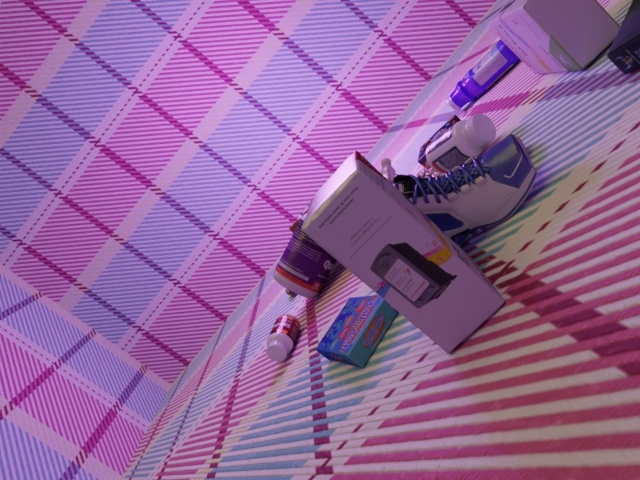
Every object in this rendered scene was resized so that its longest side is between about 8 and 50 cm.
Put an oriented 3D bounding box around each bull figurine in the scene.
[{"bbox_3d":[0.168,-0.102,1.401,0.188,0.101,0.310,13,-84,-75],"label":"bull figurine"}]

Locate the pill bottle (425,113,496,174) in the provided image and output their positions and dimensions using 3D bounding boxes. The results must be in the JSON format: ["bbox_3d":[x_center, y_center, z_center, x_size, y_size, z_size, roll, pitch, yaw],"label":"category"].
[{"bbox_3d":[0.381,-0.261,1.270,0.108,0.108,0.180,-56,11,-29],"label":"pill bottle"}]

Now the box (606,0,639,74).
[{"bbox_3d":[0.640,-0.428,0.835,0.232,0.059,0.183,-54,9,-24],"label":"box"}]

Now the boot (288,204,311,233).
[{"bbox_3d":[-0.037,0.025,1.787,0.283,0.220,0.109,-50,9,4],"label":"boot"}]

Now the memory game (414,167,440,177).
[{"bbox_3d":[0.293,-0.150,1.409,0.186,0.012,0.186,-39,26,24],"label":"memory game"}]

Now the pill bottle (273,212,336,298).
[{"bbox_3d":[-0.023,0.030,1.656,0.322,0.182,0.181,-62,9,3],"label":"pill bottle"}]

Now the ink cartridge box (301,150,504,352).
[{"bbox_3d":[0.129,0.006,0.789,0.131,0.306,0.226,-48,10,15],"label":"ink cartridge box"}]

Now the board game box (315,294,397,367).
[{"bbox_3d":[0.080,0.201,1.067,0.160,0.047,0.210,-54,10,-19],"label":"board game box"}]

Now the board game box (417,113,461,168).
[{"bbox_3d":[0.414,-0.342,1.618,0.170,0.048,0.141,-45,10,32],"label":"board game box"}]

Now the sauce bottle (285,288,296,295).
[{"bbox_3d":[-0.128,0.217,2.026,0.042,0.042,0.128,-52,11,-11],"label":"sauce bottle"}]

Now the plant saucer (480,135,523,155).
[{"bbox_3d":[0.377,-0.146,1.052,0.200,0.037,0.200,-49,8,10],"label":"plant saucer"}]

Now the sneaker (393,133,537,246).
[{"bbox_3d":[0.243,-0.084,0.915,0.315,0.182,0.127,-48,30,35],"label":"sneaker"}]

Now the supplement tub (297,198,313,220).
[{"bbox_3d":[0.018,-0.105,2.136,0.272,0.191,0.191,-50,9,4],"label":"supplement tub"}]

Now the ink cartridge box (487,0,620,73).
[{"bbox_3d":[0.557,-0.532,1.178,0.119,0.207,0.353,-47,9,16],"label":"ink cartridge box"}]

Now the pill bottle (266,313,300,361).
[{"bbox_3d":[-0.120,0.309,1.486,0.086,0.086,0.152,-46,11,27],"label":"pill bottle"}]

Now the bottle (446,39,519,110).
[{"bbox_3d":[0.573,-0.583,1.666,0.283,0.092,0.118,-43,13,40],"label":"bottle"}]
